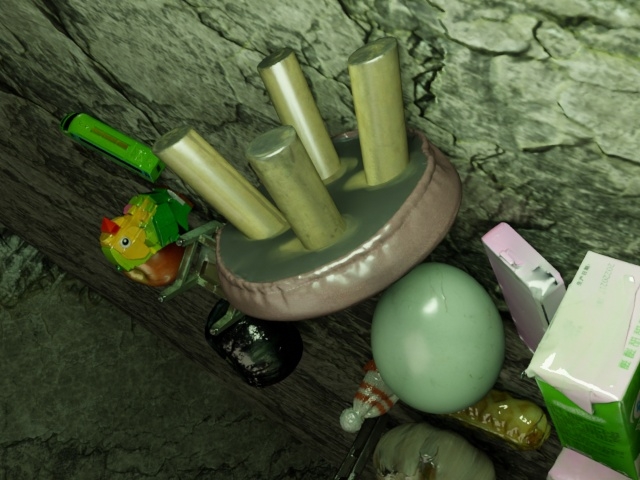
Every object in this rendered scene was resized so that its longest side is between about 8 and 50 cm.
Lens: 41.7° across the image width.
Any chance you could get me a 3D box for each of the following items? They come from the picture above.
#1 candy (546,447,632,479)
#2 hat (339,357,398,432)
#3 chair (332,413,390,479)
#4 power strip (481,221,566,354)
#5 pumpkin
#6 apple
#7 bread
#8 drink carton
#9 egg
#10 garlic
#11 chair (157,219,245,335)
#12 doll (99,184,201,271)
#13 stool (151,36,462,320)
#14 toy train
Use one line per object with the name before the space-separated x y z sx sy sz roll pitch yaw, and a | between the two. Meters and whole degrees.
candy | 0.521 0.412 1.379 0.265 0.116 0.156 17 153 33
hat | 0.104 0.331 1.746 0.112 0.162 0.093 46 160 -24
chair | 0.136 0.690 2.176 0.240 0.416 0.203 33 161 -2
power strip | 0.265 0.084 1.025 0.109 0.037 0.279 50 176 40
pumpkin | -0.145 0.213 1.834 0.233 0.163 0.233 39 163 14
apple | -0.348 0.012 1.710 0.163 0.139 0.163 16 152 9
bread | 0.283 0.297 1.500 0.269 0.098 0.087 19 -161 35
drink carton | 0.333 0.155 0.961 0.108 0.161 0.271 18 156 35
egg | 0.158 0.131 1.143 0.182 0.183 0.264 21 153 28
garlic | 0.269 0.563 1.939 0.322 0.241 0.322 42 158 21
chair | -0.158 0.047 1.543 0.136 0.147 0.270 29 -156 16
doll | -0.311 -0.018 1.526 0.106 0.186 0.135 10 123 49
stool | -0.012 -0.068 0.835 0.272 0.272 0.179 9 136 48
toy train | -0.359 -0.168 1.416 0.209 0.044 0.042 28 161 12
